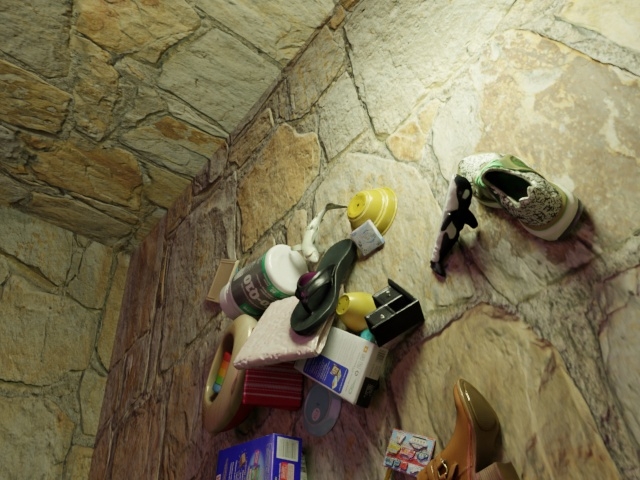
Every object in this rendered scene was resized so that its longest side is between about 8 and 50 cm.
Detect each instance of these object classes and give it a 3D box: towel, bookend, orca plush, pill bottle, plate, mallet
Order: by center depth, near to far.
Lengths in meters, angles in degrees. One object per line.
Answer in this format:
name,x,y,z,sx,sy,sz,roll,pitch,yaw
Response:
mallet,0.183,0.578,1.332,0.062,0.039,0.190,11,72,57
orca plush,0.376,-0.035,1.435,0.151,0.102,0.288,-46,-33,-72
bookend,0.183,0.201,1.500,0.156,0.072,0.157,-29,29,-13
plate,-0.003,0.517,1.654,0.188,0.024,0.188,-34,42,37
towel,-0.094,0.285,1.725,0.331,0.053,0.317,-19,24,33
towel,-0.154,0.435,1.800,0.031,0.198,0.275,100,175,-58
pill bottle,-0.229,0.179,2.062,0.361,0.204,0.204,-34,42,39

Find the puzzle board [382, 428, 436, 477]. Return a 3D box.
puzzle board,0.217,0.527,1.308,0.128,0.011,0.097,-2,57,44

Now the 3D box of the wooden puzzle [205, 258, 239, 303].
wooden puzzle,-0.469,0.199,2.555,0.238,0.044,0.221,-2,66,60

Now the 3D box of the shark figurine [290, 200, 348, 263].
shark figurine,-0.003,-0.019,1.970,0.166,0.116,0.278,-8,53,49

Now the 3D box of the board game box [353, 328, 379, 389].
board game box,0.123,0.364,1.580,0.126,0.026,0.186,-31,43,40

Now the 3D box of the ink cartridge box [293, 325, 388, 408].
ink cartridge box,0.049,0.361,1.604,0.370,0.069,0.176,9,76,58

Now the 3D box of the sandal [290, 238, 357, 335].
sandal,-0.009,0.129,1.719,0.167,0.107,0.446,-24,25,34

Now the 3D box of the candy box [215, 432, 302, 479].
candy box,-0.199,0.755,1.597,0.317,0.122,0.268,-31,44,39

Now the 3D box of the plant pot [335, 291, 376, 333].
plant pot,0.104,0.215,1.654,0.134,0.095,0.134,-35,41,37

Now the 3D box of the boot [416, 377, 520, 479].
boot,0.306,0.477,1.181,0.220,0.109,0.284,-47,42,31

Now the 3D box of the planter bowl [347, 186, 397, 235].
planter bowl,0.156,-0.104,1.820,0.217,0.090,0.217,-34,42,38

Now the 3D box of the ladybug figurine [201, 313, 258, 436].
ladybug figurine,-0.306,0.504,1.952,0.305,0.161,0.450,9,78,66

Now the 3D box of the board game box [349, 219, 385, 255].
board game box,0.156,-0.009,1.764,0.090,0.020,0.090,-37,85,34

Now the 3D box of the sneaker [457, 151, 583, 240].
sneaker,0.460,-0.157,1.329,0.158,0.182,0.410,-57,31,10

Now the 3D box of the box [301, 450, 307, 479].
box,-0.121,0.749,1.640,0.207,0.036,0.114,-43,37,29
